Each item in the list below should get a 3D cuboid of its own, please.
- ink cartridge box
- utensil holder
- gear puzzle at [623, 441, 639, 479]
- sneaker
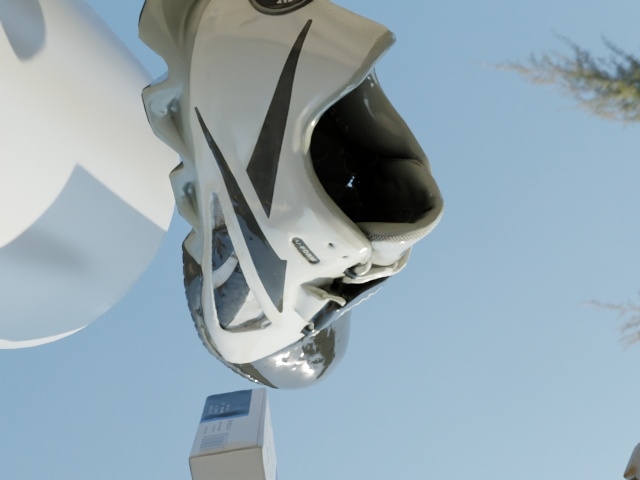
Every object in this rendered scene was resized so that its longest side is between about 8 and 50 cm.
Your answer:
[{"bbox_3d":[-0.051,0.308,0.819,0.065,0.165,0.332,-10,-83,-1],"label":"ink cartridge box"},{"bbox_3d":[-0.304,-0.089,0.670,0.328,0.385,0.327,-3,-103,12],"label":"utensil holder"},{"bbox_3d":[0.177,0.260,0.494,0.044,0.175,0.338,36,-112,-15],"label":"gear puzzle"},{"bbox_3d":[0.000,0.000,0.569,0.146,0.330,0.122,21,-124,26],"label":"sneaker"}]
